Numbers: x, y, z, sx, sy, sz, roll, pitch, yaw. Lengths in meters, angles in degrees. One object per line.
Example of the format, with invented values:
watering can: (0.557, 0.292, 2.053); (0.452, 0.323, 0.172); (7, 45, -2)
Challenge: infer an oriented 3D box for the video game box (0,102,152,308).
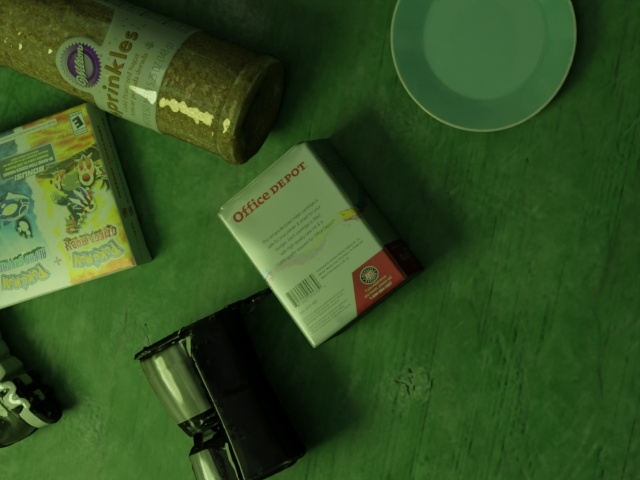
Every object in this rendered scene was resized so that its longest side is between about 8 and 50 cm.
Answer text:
video game box: (-0.307, -0.035, 1.702); (0.205, 0.048, 0.187); (-17, 93, 21)

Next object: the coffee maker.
coffee maker: (-0.084, 0.161, 1.608); (0.171, 0.120, 0.178); (-28, 87, 20)

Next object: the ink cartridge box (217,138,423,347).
ink cartridge box: (0.000, 0.000, 1.582); (0.127, 0.072, 0.175); (-38, 83, 20)

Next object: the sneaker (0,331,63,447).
sneaker: (-0.398, 0.138, 1.739); (0.106, 0.078, 0.234); (-40, 85, 17)

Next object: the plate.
plate: (0.162, -0.201, 1.526); (0.188, 0.024, 0.188); (2, 97, 19)

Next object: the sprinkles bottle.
sprinkles bottle: (-0.217, -0.195, 1.610); (0.355, 0.121, 0.121); (23, 104, 15)
